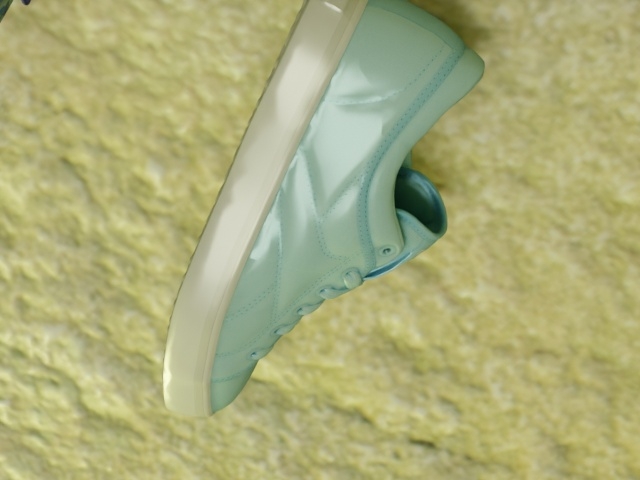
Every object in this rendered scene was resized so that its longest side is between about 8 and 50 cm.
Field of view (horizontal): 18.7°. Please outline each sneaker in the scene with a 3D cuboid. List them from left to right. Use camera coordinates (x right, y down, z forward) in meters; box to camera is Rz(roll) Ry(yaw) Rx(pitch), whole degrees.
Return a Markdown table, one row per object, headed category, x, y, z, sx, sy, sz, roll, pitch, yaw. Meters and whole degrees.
| category | x | y | z | sx | sy | sz | roll | pitch | yaw |
| --- | --- | --- | --- | --- | --- | --- | --- | --- | --- |
| sneaker | 0.000 | 0.000 | 1.318 | 0.150 | 0.135 | 0.366 | 25 | 126 | 1 |

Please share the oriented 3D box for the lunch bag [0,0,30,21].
| category | x | y | z | sx | sy | sz | roll | pitch | yaw |
| --- | --- | --- | --- | --- | --- | --- | --- | --- | --- |
| lunch bag | -0.219 | -0.196 | 1.243 | 0.096 | 0.129 | 0.151 | 30 | 123 | -13 |
